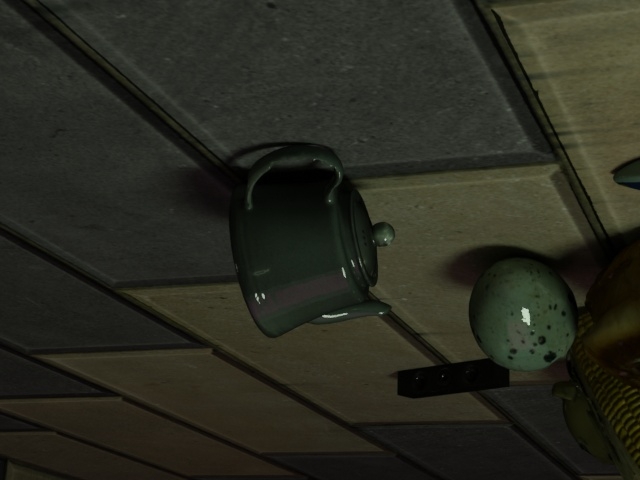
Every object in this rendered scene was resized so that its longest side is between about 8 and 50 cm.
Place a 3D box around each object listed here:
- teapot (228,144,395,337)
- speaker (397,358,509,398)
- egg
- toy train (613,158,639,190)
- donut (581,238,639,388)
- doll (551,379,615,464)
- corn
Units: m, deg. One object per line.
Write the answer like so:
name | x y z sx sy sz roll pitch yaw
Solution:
teapot | 0.000 0.000 1.391 0.149 0.162 0.239 -11 130 14
speaker | 0.210 0.220 2.196 0.191 0.040 0.046 -13 158 40
egg | 0.237 0.085 1.622 0.131 0.131 0.164 -3 156 18
toy train | 0.377 -0.067 1.264 0.055 0.048 0.252 22 154 -40
donut | 0.451 0.081 1.571 0.330 0.160 0.330 -2 152 -1
doll | 0.479 0.268 2.104 0.177 0.162 0.260 16 177 42
corn | 0.408 0.210 1.761 0.122 0.305 0.123 10 129 -27
